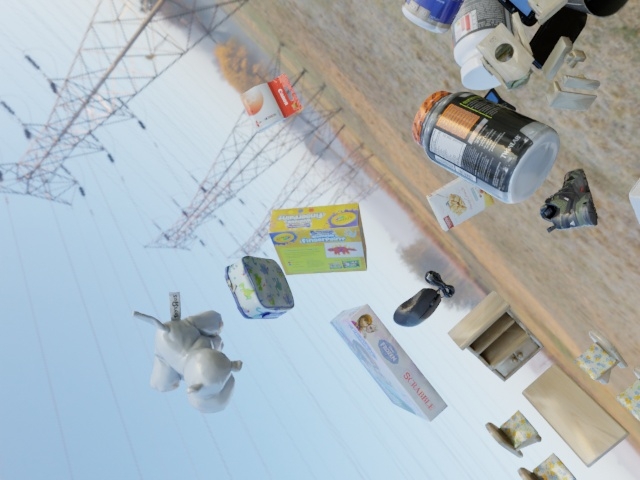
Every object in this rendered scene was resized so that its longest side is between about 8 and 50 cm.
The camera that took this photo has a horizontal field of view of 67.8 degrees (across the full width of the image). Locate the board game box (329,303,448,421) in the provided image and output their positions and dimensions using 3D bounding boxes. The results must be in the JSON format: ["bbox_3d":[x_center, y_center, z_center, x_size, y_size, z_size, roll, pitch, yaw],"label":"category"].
[{"bbox_3d":[0.168,0.325,1.306,0.319,0.065,0.318,51,167,5],"label":"board game box"}]

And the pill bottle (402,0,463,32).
[{"bbox_3d":[0.344,-0.725,1.296,0.153,0.265,0.153,15,-139,-13],"label":"pill bottle"}]

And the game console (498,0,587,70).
[{"bbox_3d":[0.676,-0.709,1.504,0.361,0.213,0.044,26,-169,-24],"label":"game console"}]

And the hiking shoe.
[{"bbox_3d":[0.570,-0.097,1.115,0.086,0.114,0.227,63,-148,-19],"label":"hiking shoe"}]

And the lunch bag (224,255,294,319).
[{"bbox_3d":[-0.169,0.140,1.356,0.176,0.090,0.219,64,-162,16],"label":"lunch bag"}]

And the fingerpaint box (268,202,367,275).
[{"bbox_3d":[0.000,0.000,2.436,0.371,0.443,0.163,73,-163,-49],"label":"fingerpaint box"}]

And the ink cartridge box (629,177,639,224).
[{"bbox_3d":[1.168,-0.148,1.358,0.166,0.285,0.394,50,167,-28],"label":"ink cartridge box"}]

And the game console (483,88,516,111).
[{"bbox_3d":[0.714,-0.529,1.962,0.124,0.144,0.085,41,-171,20],"label":"game console"}]

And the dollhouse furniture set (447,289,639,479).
[{"bbox_3d":[0.541,0.346,1.178,0.256,0.362,0.394,39,-170,-33],"label":"dollhouse furniture set"}]

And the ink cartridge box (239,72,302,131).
[{"bbox_3d":[-0.174,-0.479,1.659,0.146,0.179,0.045,64,-163,1],"label":"ink cartridge box"}]

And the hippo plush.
[{"bbox_3d":[-0.291,0.293,1.210,0.236,0.295,0.234,25,-143,33],"label":"hippo plush"}]

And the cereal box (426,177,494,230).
[{"bbox_3d":[0.589,-0.170,2.005,0.173,0.240,0.047,58,-176,-19],"label":"cereal box"}]

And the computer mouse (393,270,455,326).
[{"bbox_3d":[0.408,0.260,1.907,0.188,0.272,0.072,37,-164,-33],"label":"computer mouse"}]

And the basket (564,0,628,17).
[{"bbox_3d":[0.702,-0.702,1.260,0.227,0.154,0.205,-99,5,-65],"label":"basket"}]

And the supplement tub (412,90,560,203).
[{"bbox_3d":[0.416,-0.256,1.241,0.338,0.207,0.207,42,-172,38],"label":"supplement tub"}]

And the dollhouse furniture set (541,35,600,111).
[{"bbox_3d":[0.770,-0.505,1.446,0.123,0.144,0.151,5,-125,-7],"label":"dollhouse furniture set"}]

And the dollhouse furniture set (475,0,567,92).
[{"bbox_3d":[0.403,-0.373,0.913,0.101,0.161,0.182,53,-157,8],"label":"dollhouse furniture set"}]

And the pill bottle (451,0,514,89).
[{"bbox_3d":[0.577,-0.746,1.701,0.210,0.210,0.364,23,-117,-61],"label":"pill bottle"}]
